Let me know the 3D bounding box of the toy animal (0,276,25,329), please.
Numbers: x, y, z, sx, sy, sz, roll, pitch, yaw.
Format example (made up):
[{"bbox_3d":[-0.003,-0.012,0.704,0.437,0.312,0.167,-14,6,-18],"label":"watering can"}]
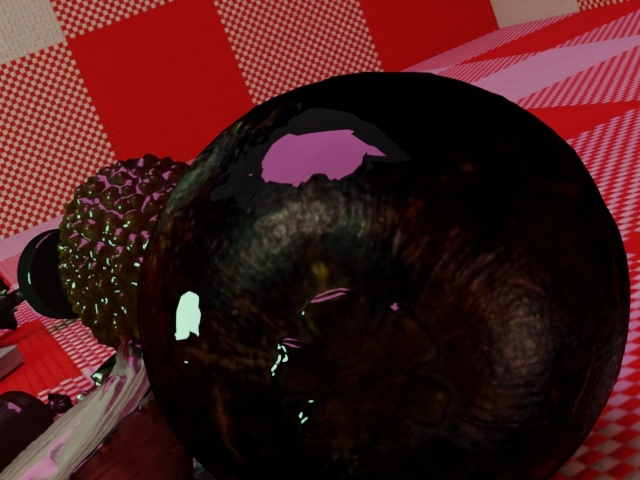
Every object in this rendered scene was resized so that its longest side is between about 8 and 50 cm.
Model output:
[{"bbox_3d":[-0.586,0.141,1.765,0.245,0.114,0.146,-39,-5,31],"label":"toy animal"}]

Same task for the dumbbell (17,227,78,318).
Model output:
[{"bbox_3d":[-0.372,0.050,1.655,0.152,0.152,0.218,-30,16,-36],"label":"dumbbell"}]

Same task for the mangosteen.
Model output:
[{"bbox_3d":[0.039,0.036,0.691,0.330,0.330,0.330,-20,12,5],"label":"mangosteen"}]

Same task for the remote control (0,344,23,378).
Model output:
[{"bbox_3d":[-0.524,0.217,1.463,0.103,0.034,0.250,-16,13,22],"label":"remote control"}]

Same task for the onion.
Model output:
[{"bbox_3d":[-0.161,0.180,0.764,0.227,0.120,0.283,-28,19,43],"label":"onion"}]

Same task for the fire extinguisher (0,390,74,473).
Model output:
[{"bbox_3d":[-0.336,0.231,0.924,0.141,0.105,0.341,-9,20,39],"label":"fire extinguisher"}]

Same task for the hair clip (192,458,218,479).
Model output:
[{"bbox_3d":[-0.109,0.186,0.905,0.066,0.036,0.229,-23,16,-1],"label":"hair clip"}]

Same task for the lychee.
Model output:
[{"bbox_3d":[-0.194,0.016,1.280,0.267,0.267,0.267,-20,12,5],"label":"lychee"}]
